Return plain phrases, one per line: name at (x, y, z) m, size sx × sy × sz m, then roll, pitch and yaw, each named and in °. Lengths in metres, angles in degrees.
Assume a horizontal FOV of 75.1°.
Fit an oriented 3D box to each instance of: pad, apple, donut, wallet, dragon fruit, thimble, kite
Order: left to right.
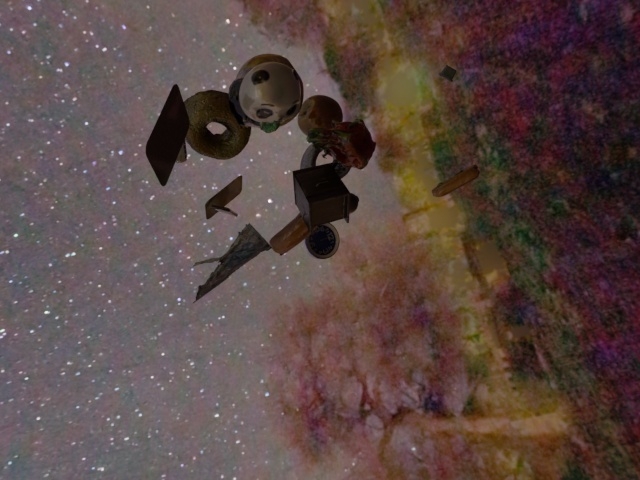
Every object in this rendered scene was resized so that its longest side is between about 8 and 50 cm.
pad at (-0.436, -0.303, 1.203) m, size 0.176 × 0.002 × 0.266 m, roll 94°, pitch -175°, yaw -61°
donut at (-0.381, -0.410, 1.536) m, size 0.272 × 0.271 × 0.107 m, roll 53°, pitch -168°, yaw -45°
wallet at (-0.410, -0.131, 1.774) m, size 0.176 × 0.095 × 0.026 m, roll 89°, pitch -164°, yaw -88°
pad at (-0.510, -0.228, 2.208) m, size 0.004 × 0.267 × 0.181 m, roll 40°, pitch 152°, yaw 10°
kite at (-0.309, 0.055, 1.412) m, size 0.014 × 0.368 × 0.406 m, roll 58°, pitch -143°, yaw -28°
apple at (-0.242, -0.702, 1.991) m, size 0.339 × 0.339 × 0.340 m, roll -20°, pitch -90°, yaw -74°
apple at (-0.012, -0.715, 2.421) m, size 0.264 × 0.264 × 0.265 m, roll -20°, pitch -90°, yaw -74°
thimble at (0.025, -0.383, 2.042) m, size 0.217 × 0.245 × 0.157 m, roll 45°, pitch 167°, yaw -16°
dragon fruit at (0.083, -0.371, 1.627) m, size 0.200 × 0.268 × 0.199 m, roll 82°, pitch -175°, yaw -60°

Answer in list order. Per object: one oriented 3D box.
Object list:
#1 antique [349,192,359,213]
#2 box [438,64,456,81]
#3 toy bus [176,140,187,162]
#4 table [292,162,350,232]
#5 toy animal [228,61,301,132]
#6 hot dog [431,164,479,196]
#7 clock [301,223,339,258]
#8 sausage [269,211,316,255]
antique at (0.059, -0.171, 1.988) m, size 0.143 × 0.256 × 0.121 m, roll -179°, pitch 88°, yaw -73°
box at (0.607, -0.796, 1.978) m, size 0.074 × 0.054 × 0.099 m, roll 28°, pitch -153°, yaw 1°
toy bus at (-0.696, -0.464, 2.028) m, size 0.089 × 0.087 × 0.194 m, roll 56°, pitch 149°, yaw 38°
table at (0.003, -0.169, 1.615) m, size 0.173 × 0.169 × 0.193 m, roll 89°, pitch 162°, yaw -46°
toy animal at (-0.177, -0.458, 1.352) m, size 0.266 × 0.212 × 0.213 m, roll 24°, pitch 148°, yaw 56°
hot dog at (0.669, -0.293, 2.068) m, size 0.068 × 0.249 × 0.100 m, roll 60°, pitch -169°, yaw -7°
clock at (0.000, 0.000, 2.532) m, size 0.083 × 0.230 × 0.231 m, roll -13°, pitch 99°, yaw 62°
sausage at (-0.099, -0.048, 1.774) m, size 0.109 × 0.270 × 0.109 m, roll 46°, pitch -168°, yaw -12°
